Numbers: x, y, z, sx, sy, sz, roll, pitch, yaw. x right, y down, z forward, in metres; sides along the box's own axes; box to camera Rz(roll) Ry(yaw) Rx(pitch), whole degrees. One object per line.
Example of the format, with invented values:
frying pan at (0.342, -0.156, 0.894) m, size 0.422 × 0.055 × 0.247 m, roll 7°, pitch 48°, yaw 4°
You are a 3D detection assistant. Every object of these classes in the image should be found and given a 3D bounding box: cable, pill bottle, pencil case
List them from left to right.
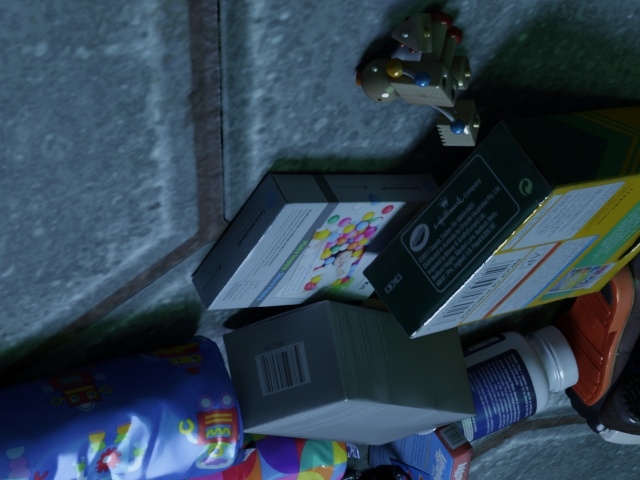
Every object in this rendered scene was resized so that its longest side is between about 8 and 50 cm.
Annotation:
pencil case at (-0.215, 0.176, 1.608) m, size 0.306 × 0.119 × 0.133 m, roll -13°, pitch 126°, yaw -25°
pencil case at (-0.082, 0.224, 1.828) m, size 0.236 × 0.104 × 0.104 m, roll -10°, pitch 147°, yaw -27°
cable at (-0.005, 0.268, 1.960) m, size 0.184 × 0.047 × 0.150 m, roll -15°, pitch -165°, yaw -37°
pill bottle at (0.184, 0.153, 1.965) m, size 0.169 × 0.094 × 0.094 m, roll -22°, pitch 151°, yaw -12°

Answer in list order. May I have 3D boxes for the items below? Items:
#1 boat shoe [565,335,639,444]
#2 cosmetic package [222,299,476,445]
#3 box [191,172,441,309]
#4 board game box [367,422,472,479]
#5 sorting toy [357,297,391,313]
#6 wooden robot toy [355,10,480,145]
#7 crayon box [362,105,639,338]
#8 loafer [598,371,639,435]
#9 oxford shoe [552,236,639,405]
boat shoe at (0.455, 0.160, 2.192) m, size 0.340 × 0.127 × 0.158 m, roll 3°, pitch 133°, yaw -44°
cosmetic package at (0.032, 0.129, 1.744) m, size 0.127 × 0.107 × 0.238 m, roll -20°, pitch 164°, yaw 29°
box at (0.000, 0.000, 1.605) m, size 0.186 × 0.038 × 0.145 m, roll -3°, pitch 143°, yaw -42°
board game box at (0.103, 0.230, 1.964) m, size 0.027 × 0.145 × 0.281 m, roll -27°, pitch 153°, yaw -16°
sorting toy at (0.051, 0.081, 1.812) m, size 0.083 × 0.012 × 0.062 m, roll 8°, pitch 135°, yaw -48°
wooden robot toy at (0.069, -0.132, 1.446) m, size 0.079 × 0.076 × 0.173 m, roll 1°, pitch 161°, yaw 21°
crayon box at (0.209, -0.024, 1.670) m, size 0.323 × 0.083 × 0.203 m, roll -9°, pitch 147°, yaw -51°
loafer at (0.397, 0.179, 2.057) m, size 0.220 × 0.080 × 0.078 m, roll 5°, pitch 158°, yaw -30°
oxford shoe at (0.319, 0.088, 1.986) m, size 0.098 × 0.097 × 0.271 m, roll -25°, pitch 153°, yaw -20°
